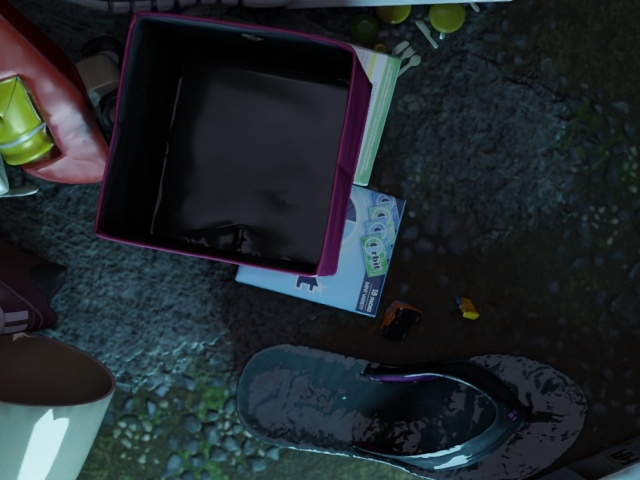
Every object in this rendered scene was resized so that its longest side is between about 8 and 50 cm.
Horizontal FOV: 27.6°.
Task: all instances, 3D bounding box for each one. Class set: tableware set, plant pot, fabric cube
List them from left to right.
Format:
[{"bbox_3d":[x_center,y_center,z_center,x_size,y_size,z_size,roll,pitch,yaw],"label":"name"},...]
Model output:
[{"bbox_3d":[-0.396,0.270,1.537,0.256,0.256,0.274,14,101,-1],"label":"plant pot"},{"bbox_3d":[-0.088,-0.103,1.507,0.254,0.258,0.259,10,90,7],"label":"fabric cube"},{"bbox_3d":[0.120,-0.292,1.688,0.154,0.024,0.104,-40,102,4],"label":"tableware set"}]

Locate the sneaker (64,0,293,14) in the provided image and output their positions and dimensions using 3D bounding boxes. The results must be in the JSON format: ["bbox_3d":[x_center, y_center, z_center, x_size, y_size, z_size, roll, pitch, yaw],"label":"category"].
[{"bbox_3d":[-0.164,-0.365,1.494,0.321,0.124,0.180,-9,127,-24],"label":"sneaker"}]

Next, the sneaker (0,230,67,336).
[{"bbox_3d":[-0.413,0.019,1.622,0.106,0.162,0.281,-54,54,32],"label":"sneaker"}]

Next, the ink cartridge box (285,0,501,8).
[{"bbox_3d":[0.079,-0.411,1.546,0.296,0.066,0.261,1,126,17],"label":"ink cartridge box"}]

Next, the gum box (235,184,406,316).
[{"bbox_3d":[0.000,0.000,1.659,0.184,0.041,0.157,16,85,-1],"label":"gum box"}]

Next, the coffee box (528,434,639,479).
[{"bbox_3d":[0.328,0.351,1.603,0.246,0.098,0.141,-20,96,-4],"label":"coffee box"}]

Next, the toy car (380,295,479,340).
[{"bbox_3d":[0.135,0.098,1.669,0.122,0.060,0.040,2,40,-18],"label":"toy car"}]

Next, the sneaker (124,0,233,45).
[{"bbox_3d":[-0.163,-0.358,1.656,0.146,0.102,0.293,45,75,2],"label":"sneaker"}]

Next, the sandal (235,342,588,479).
[{"bbox_3d":[0.117,0.218,1.611,0.445,0.107,0.167,4,87,-4],"label":"sandal"}]

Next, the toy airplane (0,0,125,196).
[{"bbox_3d":[-0.418,-0.203,1.497,0.272,0.386,0.384,-38,89,11],"label":"toy airplane"}]

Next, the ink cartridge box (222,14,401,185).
[{"bbox_3d":[-0.032,-0.180,1.659,0.235,0.056,0.171,15,93,-3],"label":"ink cartridge box"}]
